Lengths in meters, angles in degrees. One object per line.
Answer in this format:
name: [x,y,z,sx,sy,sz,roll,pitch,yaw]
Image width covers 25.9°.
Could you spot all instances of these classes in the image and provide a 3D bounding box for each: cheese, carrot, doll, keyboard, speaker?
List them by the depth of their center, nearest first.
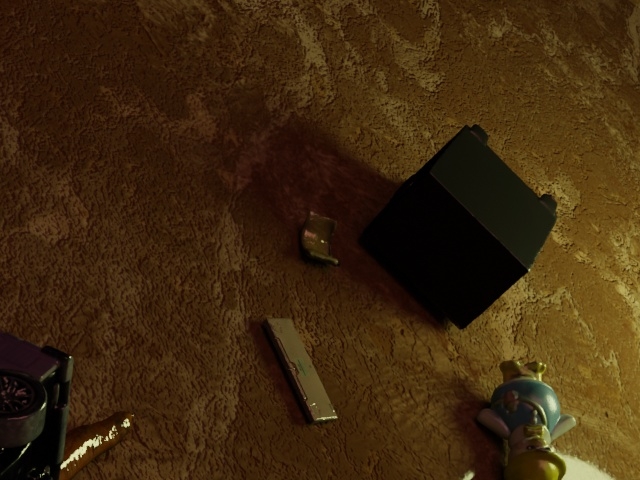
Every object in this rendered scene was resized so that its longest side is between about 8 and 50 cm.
carrot: [-0.292,0.249,1.582,0.059,0.059,0.248,50,32,6]
keyboard: [-0.031,0.181,1.942,0.055,0.017,0.166,3,53,-49]
doll: [0.317,0.293,2.114,0.135,0.099,0.241,30,36,-29]
cheese: [-0.001,-0.001,2.130,0.060,0.041,0.084,14,61,-26]
speaker: [0.232,-0.029,2.272,0.232,0.184,0.254,44,32,-3]

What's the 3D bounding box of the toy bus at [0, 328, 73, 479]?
toy bus: [-0.438,0.245,1.263,0.249,0.209,0.440,22,32,15]
